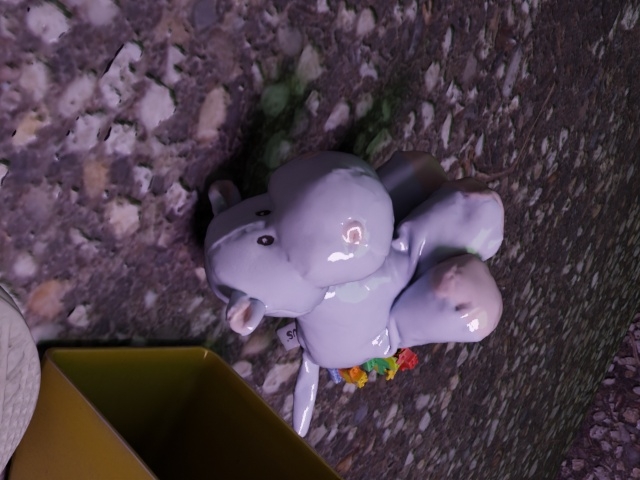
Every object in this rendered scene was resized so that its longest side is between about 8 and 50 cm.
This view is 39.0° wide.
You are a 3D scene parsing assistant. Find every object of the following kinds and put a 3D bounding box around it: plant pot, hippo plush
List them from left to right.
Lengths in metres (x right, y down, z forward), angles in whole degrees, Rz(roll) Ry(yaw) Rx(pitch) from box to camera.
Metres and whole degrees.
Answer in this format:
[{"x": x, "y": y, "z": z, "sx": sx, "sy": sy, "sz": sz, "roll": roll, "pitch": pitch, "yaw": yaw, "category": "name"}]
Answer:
[{"x": -0.137, "y": 0.227, "z": 0.752, "sx": 0.187, "sy": 0.212, "sz": 0.212, "roll": -58, "pitch": 151, "yaw": 13, "category": "plant pot"}, {"x": 0.000, "y": 0.000, "z": 0.837, "sx": 0.294, "sy": 0.234, "sz": 0.237, "roll": -31, "pitch": 139, "yaw": 27, "category": "hippo plush"}]

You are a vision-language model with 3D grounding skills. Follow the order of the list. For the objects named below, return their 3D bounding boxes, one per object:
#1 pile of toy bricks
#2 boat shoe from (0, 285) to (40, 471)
[{"x": 0.057, "y": 0.117, "z": 1.049, "sx": 0.118, "sy": 0.105, "sz": 0.212, "roll": -49, "pitch": 146, "yaw": -24, "category": "pile of toy bricks"}, {"x": -0.289, "y": 0.050, "z": 0.430, "sx": 0.186, "sy": 0.156, "sz": 0.500, "roll": -61, "pitch": 162, "yaw": -15, "category": "boat shoe"}]
